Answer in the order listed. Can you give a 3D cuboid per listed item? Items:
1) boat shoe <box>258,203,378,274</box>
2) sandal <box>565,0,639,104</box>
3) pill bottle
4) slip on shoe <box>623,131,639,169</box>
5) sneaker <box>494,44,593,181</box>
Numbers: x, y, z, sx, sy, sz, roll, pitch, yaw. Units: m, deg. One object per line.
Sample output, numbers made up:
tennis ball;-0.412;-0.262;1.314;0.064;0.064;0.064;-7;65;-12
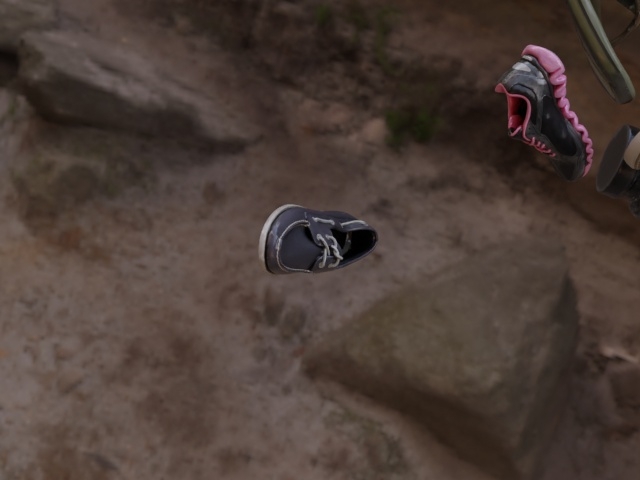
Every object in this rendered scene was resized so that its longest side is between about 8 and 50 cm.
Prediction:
boat shoe;0.000;0.000;1.376;0.065;0.075;0.206;9;8;25
sandal;0.292;-0.286;1.288;0.086;0.303;0.120;-10;-22;20
pill bottle;0.470;-0.066;1.600;0.219;0.123;0.123;21;20;-5
slip on shoe;0.291;-0.081;0.939;0.135;0.051;0.041;-22;60;-17
sneaker;0.165;-0.087;0.955;0.057;0.119;0.047;-40;32;-18
